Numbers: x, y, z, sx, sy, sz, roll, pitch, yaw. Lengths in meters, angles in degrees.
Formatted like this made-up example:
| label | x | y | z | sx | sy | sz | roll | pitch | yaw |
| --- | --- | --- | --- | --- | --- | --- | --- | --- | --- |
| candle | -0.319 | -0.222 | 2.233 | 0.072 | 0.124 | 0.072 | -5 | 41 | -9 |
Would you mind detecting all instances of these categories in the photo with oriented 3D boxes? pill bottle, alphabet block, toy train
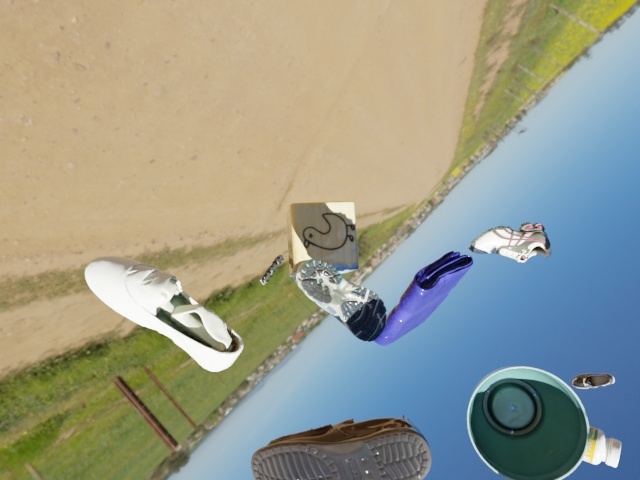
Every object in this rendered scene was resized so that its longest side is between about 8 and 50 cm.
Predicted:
| label | x | y | z | sx | sy | sz | roll | pitch | yaw |
| --- | --- | --- | --- | --- | --- | --- | --- | --- | --- |
| pill bottle | 0.901 | 0.691 | 1.486 | 0.117 | 0.208 | 0.118 | -23 | 118 | -51 |
| alphabet block | 0.000 | 0.000 | 1.292 | 0.192 | 0.197 | 0.193 | -3 | 173 | -11 |
| toy train | -0.178 | 0.104 | 1.558 | 0.036 | 0.027 | 0.158 | -18 | -156 | 33 |

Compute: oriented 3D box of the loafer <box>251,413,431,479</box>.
| label | x | y | z | sx | sy | sz | roll | pitch | yaw |
| --- | --- | --- | --- | --- | --- | --- | --- | --- | --- |
| loafer | 0.040 | 0.436 | 0.866 | 0.365 | 0.134 | 0.130 | -13 | 178 | 14 |

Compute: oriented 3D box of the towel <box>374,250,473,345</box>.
| label | x | y | z | sx | sy | sz | roll | pitch | yaw |
| --- | --- | --- | --- | --- | --- | --- | --- | --- | --- |
| towel | 0.274 | 0.162 | 1.212 | 0.227 | 0.076 | 0.308 | -21 | 149 | -34 |

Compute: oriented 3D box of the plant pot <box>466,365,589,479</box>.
| label | x | y | z | sx | sy | sz | roll | pitch | yaw |
| --- | --- | --- | --- | --- | --- | --- | --- | --- | --- |
| plant pot | 0.553 | 0.485 | 1.207 | 0.293 | 0.293 | 0.196 | -46 | 166 | 5 |

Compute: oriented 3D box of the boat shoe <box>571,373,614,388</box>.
| label | x | y | z | sx | sy | sz | roll | pitch | yaw |
| --- | --- | --- | --- | --- | --- | --- | --- | --- | --- |
| boat shoe | 0.859 | 0.446 | 1.371 | 0.038 | 0.046 | 0.125 | 12 | 157 | -41 |

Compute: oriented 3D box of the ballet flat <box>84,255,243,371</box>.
| label | x | y | z | sx | sy | sz | roll | pitch | yaw |
| --- | --- | --- | --- | --- | --- | --- | --- | --- | --- |
| ballet flat | -0.332 | 0.152 | 0.987 | 0.139 | 0.400 | 0.139 | -40 | -160 | 18 |

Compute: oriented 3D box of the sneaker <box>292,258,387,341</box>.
| label | x | y | z | sx | sy | sz | roll | pitch | yaw |
| --- | --- | --- | --- | --- | --- | --- | --- | --- | --- |
| sneaker | 0.047 | 0.134 | 1.044 | 0.110 | 0.283 | 0.122 | -51 | -159 | -11 |

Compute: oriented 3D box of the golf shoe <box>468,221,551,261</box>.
| label | x | y | z | sx | sy | sz | roll | pitch | yaw |
| --- | --- | --- | --- | --- | --- | --- | --- | --- | --- |
| golf shoe | 0.655 | 0.015 | 1.485 | 0.272 | 0.120 | 0.105 | -10 | 144 | -1 |
